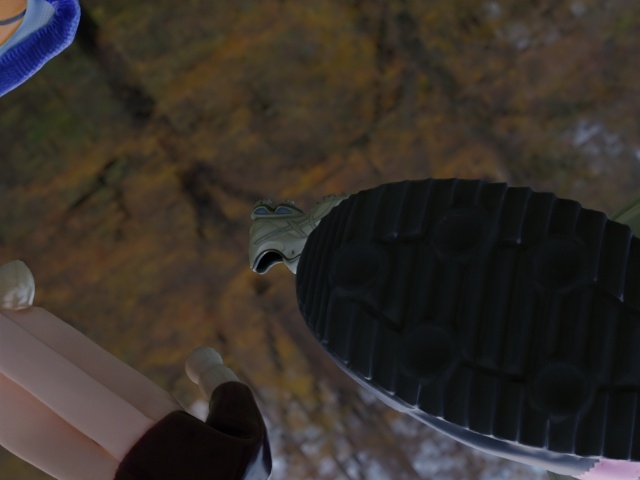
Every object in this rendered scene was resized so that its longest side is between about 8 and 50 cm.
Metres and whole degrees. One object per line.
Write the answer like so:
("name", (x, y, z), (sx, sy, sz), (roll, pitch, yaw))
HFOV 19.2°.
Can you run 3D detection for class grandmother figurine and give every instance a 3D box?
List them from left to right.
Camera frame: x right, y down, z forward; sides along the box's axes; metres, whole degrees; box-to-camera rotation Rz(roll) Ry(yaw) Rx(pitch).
("grandmother figurine", (-0.119, 0.150, 1.293), (0.208, 0.342, 0.104), (-53, 158, -23))

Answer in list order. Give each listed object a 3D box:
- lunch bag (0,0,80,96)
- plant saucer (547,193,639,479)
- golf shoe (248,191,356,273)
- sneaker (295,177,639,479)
("lunch bag", (-0.345, -0.114, 0.892), (0.385, 0.239, 0.328), (-38, -138, 3))
("plant saucer", (0.346, 0.114, 1.798), (0.400, 0.400, 0.100), (-31, 147, 31))
("golf shoe", (0.000, 0.000, 1.987), (0.176, 0.069, 0.086), (-7, -123, 36))
("sneaker", (0.145, 0.065, 0.767), (0.131, 0.319, 0.112), (64, 45, -65))
